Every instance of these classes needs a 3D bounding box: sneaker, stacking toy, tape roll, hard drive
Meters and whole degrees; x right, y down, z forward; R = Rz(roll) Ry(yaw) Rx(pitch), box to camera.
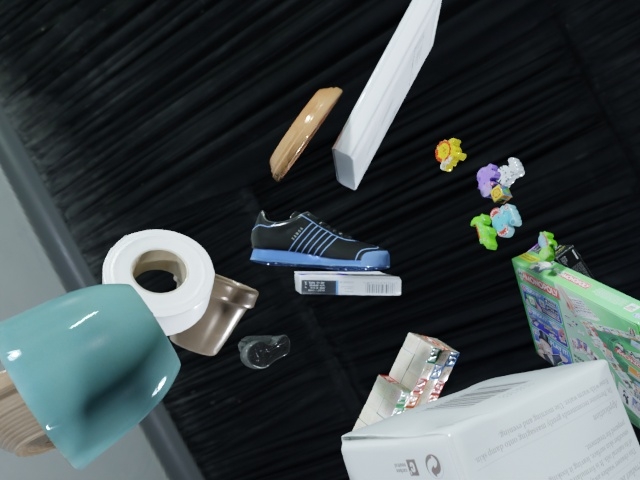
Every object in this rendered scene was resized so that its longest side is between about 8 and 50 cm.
[{"bbox_3d":[0.000,0.000,1.018,0.081,0.233,0.090,58,37,-80],"label":"sneaker"},{"bbox_3d":[-0.119,0.203,1.150,0.170,0.089,0.051,-5,87,-62],"label":"sneaker"},{"bbox_3d":[0.291,-0.064,1.035,0.167,0.052,0.221,9,52,-33],"label":"stacking toy"},{"bbox_3d":[-0.429,0.107,1.650,0.286,0.100,0.286,10,50,-12],"label":"tape roll"},{"bbox_3d":[0.128,-0.285,1.198,0.047,0.353,0.233,27,-7,8],"label":"hard drive"}]

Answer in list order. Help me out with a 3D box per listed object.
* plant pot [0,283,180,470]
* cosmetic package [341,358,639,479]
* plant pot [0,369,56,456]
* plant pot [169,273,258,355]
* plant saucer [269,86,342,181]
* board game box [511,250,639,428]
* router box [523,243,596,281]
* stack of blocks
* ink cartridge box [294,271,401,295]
[{"bbox_3d":[-0.397,0.213,1.114,0.235,0.293,0.293,-33,98,-21],"label":"plant pot"},{"bbox_3d":[0.192,0.317,0.519,0.217,0.156,0.384,-9,78,-34],"label":"cosmetic package"},{"bbox_3d":[-0.475,0.293,1.070,0.237,0.237,0.109,12,43,-60],"label":"plant pot"},{"bbox_3d":[-0.347,0.214,1.885,0.263,0.263,0.229,26,85,-53],"label":"plant pot"},{"bbox_3d":[-0.032,-0.195,1.117,0.037,0.200,0.200,36,29,-4],"label":"plant saucer"},{"bbox_3d":[0.441,0.158,1.026,0.317,0.046,0.213,-135,-157,-69],"label":"board game box"},{"bbox_3d":[0.487,0.091,1.219,0.178,0.046,0.133,56,-7,-7],"label":"router box"},{"bbox_3d":[0.222,0.394,1.618,0.171,0.297,0.087,19,8,-45],"label":"stack of blocks"},{"bbox_3d":[0.050,0.090,1.339,0.208,0.207,0.045,-174,-95,-85],"label":"ink cartridge box"}]
